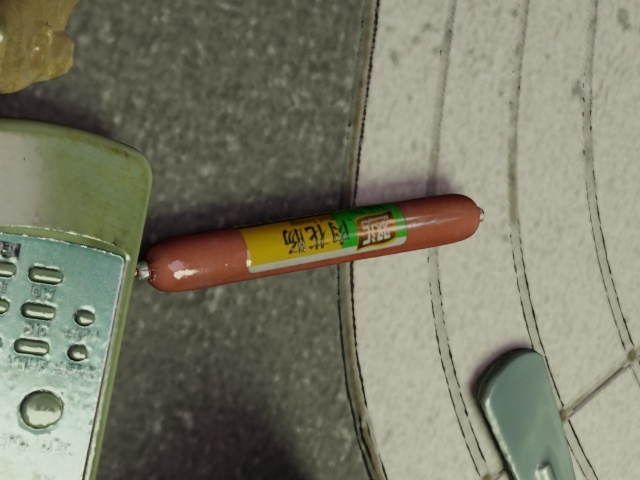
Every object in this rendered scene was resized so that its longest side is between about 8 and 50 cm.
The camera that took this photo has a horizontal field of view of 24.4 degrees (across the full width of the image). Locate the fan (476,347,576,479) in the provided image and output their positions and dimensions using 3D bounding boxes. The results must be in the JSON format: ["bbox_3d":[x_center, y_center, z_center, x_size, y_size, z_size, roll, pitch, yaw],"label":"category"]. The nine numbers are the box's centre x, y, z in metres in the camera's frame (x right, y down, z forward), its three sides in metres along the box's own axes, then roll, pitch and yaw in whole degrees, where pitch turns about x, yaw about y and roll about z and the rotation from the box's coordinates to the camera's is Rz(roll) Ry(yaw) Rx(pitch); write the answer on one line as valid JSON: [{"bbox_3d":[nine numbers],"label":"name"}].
[{"bbox_3d":[0.160,0.192,0.919,0.057,0.023,0.282,-38,115,-33],"label":"fan"}]

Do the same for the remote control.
[{"bbox_3d":[-0.143,0.060,0.692,0.098,0.038,0.233,11,91,-33],"label":"remote control"}]

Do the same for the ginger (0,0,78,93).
[{"bbox_3d":[-0.186,-0.095,0.612,0.258,0.065,0.149,-47,112,-32],"label":"ginger"}]

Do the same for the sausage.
[{"bbox_3d":[0.000,0.000,0.783,0.223,0.029,0.029,-10,101,-32],"label":"sausage"}]
